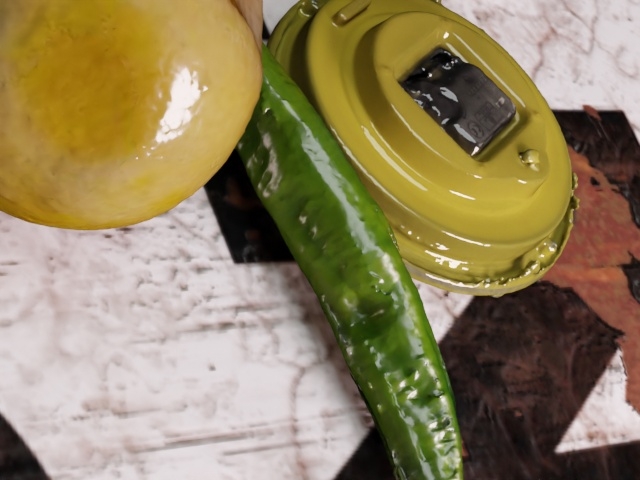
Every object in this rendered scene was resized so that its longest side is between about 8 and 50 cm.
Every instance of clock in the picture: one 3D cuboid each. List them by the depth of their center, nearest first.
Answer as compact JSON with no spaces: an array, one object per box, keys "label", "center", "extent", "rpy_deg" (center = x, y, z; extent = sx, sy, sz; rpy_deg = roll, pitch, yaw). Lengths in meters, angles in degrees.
[{"label":"clock","center":[0.074,-0.076,1.135],"extent":[0.237,0.057,0.237],"rpy_deg":[21,46,-24]}]

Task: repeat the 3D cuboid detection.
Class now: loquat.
[{"label":"loquat","center":[-0.117,-0.110,0.911],"extent":[0.213,0.213,0.213],"rpy_deg":[20,48,-24]}]

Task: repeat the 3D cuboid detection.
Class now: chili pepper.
[{"label":"chili pepper","center":[0.000,0.001,1.006],"extent":[0.076,0.085,0.359],"rpy_deg":[-26,72,-4]}]
